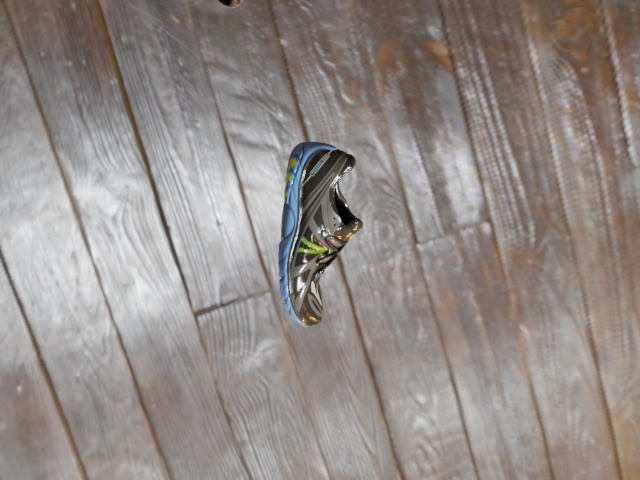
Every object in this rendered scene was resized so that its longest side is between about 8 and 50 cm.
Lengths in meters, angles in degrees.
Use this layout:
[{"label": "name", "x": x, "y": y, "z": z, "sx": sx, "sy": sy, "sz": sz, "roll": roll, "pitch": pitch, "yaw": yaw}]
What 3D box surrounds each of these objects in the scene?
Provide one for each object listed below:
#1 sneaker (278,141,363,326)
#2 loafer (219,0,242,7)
[{"label": "sneaker", "x": 0.000, "y": 0.000, "z": 1.054, "sx": 0.078, "sy": 0.067, "sz": 0.188, "roll": 6, "pitch": 110, "yaw": 1}, {"label": "loafer", "x": -0.092, "y": -0.260, "z": 0.923, "sx": 0.095, "sy": 0.302, "sz": 0.109, "roll": -41, "pitch": 78, "yaw": 10}]
